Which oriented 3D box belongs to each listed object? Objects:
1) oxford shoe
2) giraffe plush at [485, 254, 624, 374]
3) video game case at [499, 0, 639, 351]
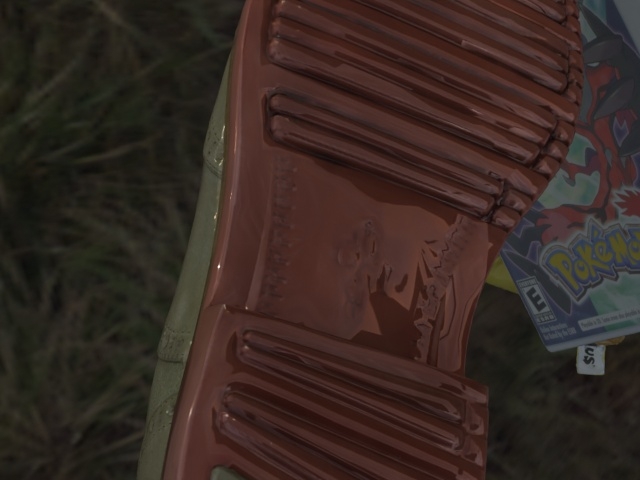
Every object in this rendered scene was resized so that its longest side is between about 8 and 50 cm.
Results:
[{"bbox_3d":[0.000,0.000,0.722,0.140,0.397,0.146,26,146,-11],"label":"oxford shoe"},{"bbox_3d":[0.182,-0.001,1.206,0.181,0.170,0.210,-15,95,0],"label":"giraffe plush"},{"bbox_3d":[0.133,-0.042,0.890,0.201,0.023,0.183,-22,95,61],"label":"video game case"}]
